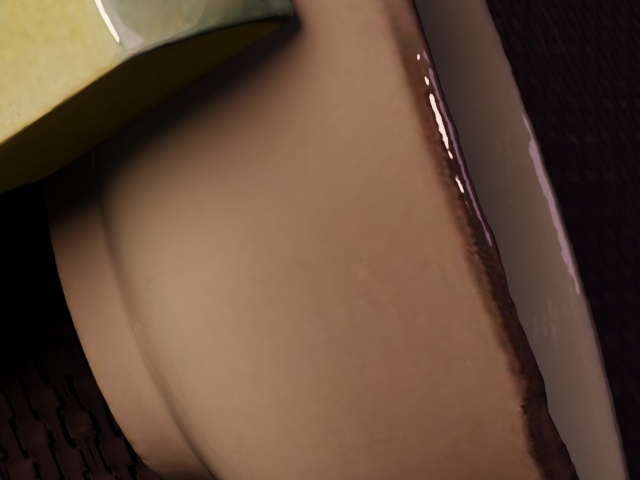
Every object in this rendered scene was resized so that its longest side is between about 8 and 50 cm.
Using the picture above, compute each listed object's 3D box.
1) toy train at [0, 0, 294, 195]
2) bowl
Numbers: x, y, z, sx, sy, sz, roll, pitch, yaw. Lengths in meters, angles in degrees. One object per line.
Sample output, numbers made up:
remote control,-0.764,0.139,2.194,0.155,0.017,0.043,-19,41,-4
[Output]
toy train,-0.192,-0.160,0.698,0.397,0.253,0.160,62,29,3
bowl,0.000,0.000,0.853,0.354,0.185,0.354,-19,90,-79
